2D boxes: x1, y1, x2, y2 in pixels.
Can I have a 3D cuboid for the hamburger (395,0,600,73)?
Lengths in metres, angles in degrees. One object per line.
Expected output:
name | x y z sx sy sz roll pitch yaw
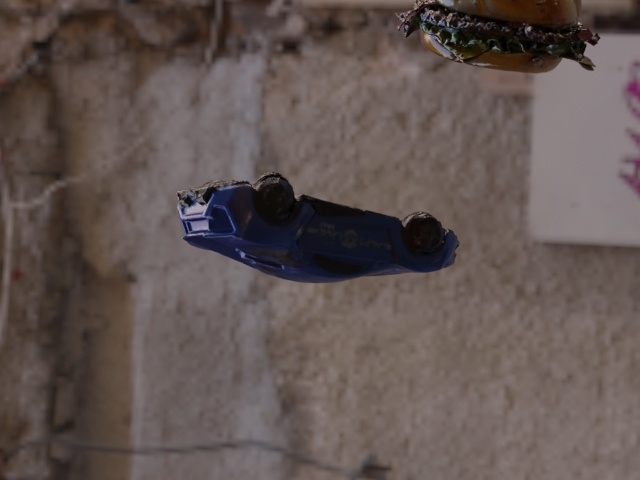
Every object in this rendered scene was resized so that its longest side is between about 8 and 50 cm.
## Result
hamburger | 0.160 -0.209 1.477 0.164 0.189 0.093 -4 -70 -37

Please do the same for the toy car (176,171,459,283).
toy car | 0.000 0.000 1.154 0.216 0.103 0.063 14 -100 -29
